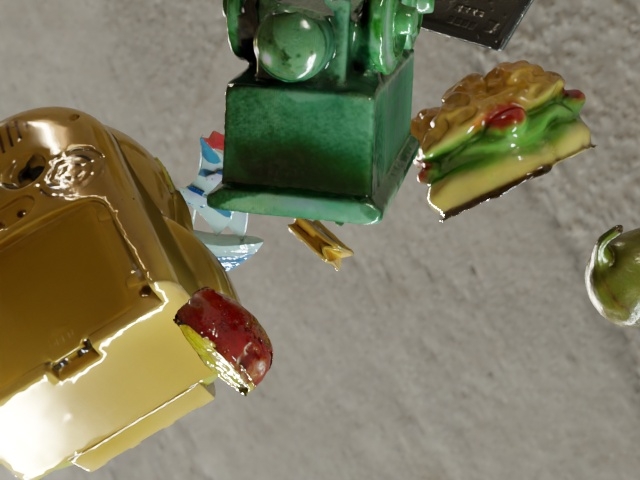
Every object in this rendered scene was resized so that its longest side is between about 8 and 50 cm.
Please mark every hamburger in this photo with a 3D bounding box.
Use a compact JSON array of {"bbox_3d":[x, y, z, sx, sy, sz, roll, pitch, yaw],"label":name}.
[{"bbox_3d":[0.212,-0.133,1.624,0.149,0.237,0.237,65,158,1],"label":"hamburger"}]

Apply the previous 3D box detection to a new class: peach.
[{"bbox_3d":[-0.070,0.068,0.977,0.083,0.050,0.077,43,166,-14],"label":"peach"}]

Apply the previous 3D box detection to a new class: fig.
[{"bbox_3d":[0.247,0.025,1.086,0.084,0.098,0.082,-35,40,46],"label":"fig"}]

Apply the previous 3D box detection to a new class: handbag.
[{"bbox_3d":[0.000,0.000,1.365,0.061,0.027,0.083,42,-178,13],"label":"handbag"}]

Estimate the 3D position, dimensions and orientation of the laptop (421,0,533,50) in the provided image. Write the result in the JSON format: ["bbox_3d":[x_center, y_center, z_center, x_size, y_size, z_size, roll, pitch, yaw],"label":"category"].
[{"bbox_3d":[0.151,-0.281,1.482,0.180,0.129,0.016,21,160,31],"label":"laptop"}]

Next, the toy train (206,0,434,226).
[{"bbox_3d":[0.007,-0.136,1.048,0.266,0.145,0.202,-56,-30,-69],"label":"toy train"}]

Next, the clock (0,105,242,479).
[{"bbox_3d":[-0.221,0.023,1.168,0.317,0.244,0.200,62,-179,37],"label":"clock"}]

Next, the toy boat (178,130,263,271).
[{"bbox_3d":[-0.097,-0.031,1.311,0.105,0.149,0.034,30,-157,-7],"label":"toy boat"}]
